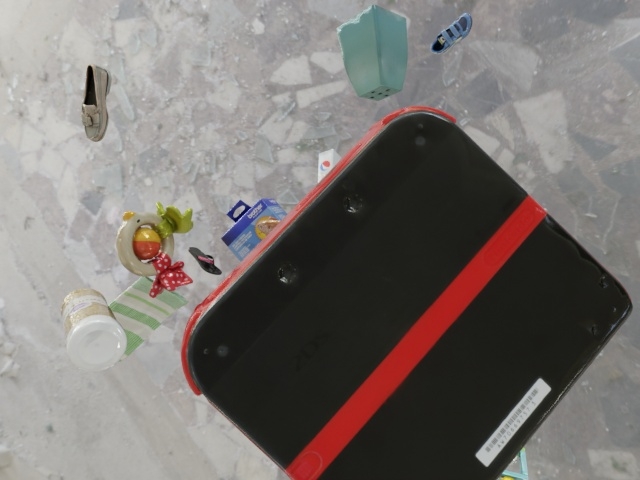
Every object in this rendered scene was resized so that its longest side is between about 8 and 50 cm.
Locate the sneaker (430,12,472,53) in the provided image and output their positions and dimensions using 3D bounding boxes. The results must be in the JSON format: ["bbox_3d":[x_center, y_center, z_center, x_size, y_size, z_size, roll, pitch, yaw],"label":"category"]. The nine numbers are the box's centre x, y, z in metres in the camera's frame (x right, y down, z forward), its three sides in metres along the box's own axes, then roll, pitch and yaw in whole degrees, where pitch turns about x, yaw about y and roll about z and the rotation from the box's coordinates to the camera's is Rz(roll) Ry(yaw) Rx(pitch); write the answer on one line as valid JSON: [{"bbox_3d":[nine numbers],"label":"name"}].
[{"bbox_3d":[0.375,-0.589,1.298,0.053,0.059,0.144,59,143,9],"label":"sneaker"}]

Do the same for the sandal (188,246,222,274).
[{"bbox_3d":[-0.443,0.071,1.734,0.179,0.067,0.040,40,109,24],"label":"sandal"}]

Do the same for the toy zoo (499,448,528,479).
[{"bbox_3d":[0.475,0.641,1.256,0.193,0.293,0.030,9,121,14],"label":"toy zoo"}]

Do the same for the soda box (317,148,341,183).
[{"bbox_3d":[0.037,-0.251,1.788,0.069,0.074,0.215,-13,59,29],"label":"soda box"}]

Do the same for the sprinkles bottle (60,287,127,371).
[{"bbox_3d":[-0.581,0.213,1.138,0.356,0.121,0.121,12,103,57],"label":"sprinkles bottle"}]

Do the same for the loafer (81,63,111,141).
[{"bbox_3d":[-0.380,-0.229,0.750,0.045,0.039,0.125,7,90,13],"label":"loafer"}]

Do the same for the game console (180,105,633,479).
[{"bbox_3d":[0.091,0.087,0.469,0.342,0.060,0.386,44,84,-4],"label":"game console"}]

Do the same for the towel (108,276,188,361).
[{"bbox_3d":[-0.633,0.271,1.510,0.325,0.248,0.038,-41,58,-2],"label":"towel"}]

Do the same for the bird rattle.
[{"bbox_3d":[-0.435,0.020,1.163,0.143,0.207,0.253,8,86,32],"label":"bird rattle"}]

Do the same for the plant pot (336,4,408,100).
[{"bbox_3d":[0.177,-0.583,1.448,0.166,0.166,0.233,-9,88,48],"label":"plant pot"}]

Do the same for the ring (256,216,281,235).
[{"bbox_3d":[0.000,0.000,1.174,0.337,0.336,0.032,13,79,21],"label":"ring"}]

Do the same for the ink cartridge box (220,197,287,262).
[{"bbox_3d":[-0.237,-0.002,1.966,0.270,0.151,0.395,-43,83,14],"label":"ink cartridge box"}]
